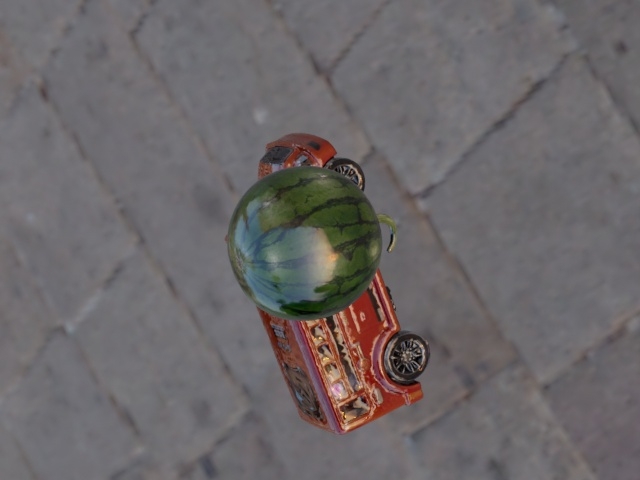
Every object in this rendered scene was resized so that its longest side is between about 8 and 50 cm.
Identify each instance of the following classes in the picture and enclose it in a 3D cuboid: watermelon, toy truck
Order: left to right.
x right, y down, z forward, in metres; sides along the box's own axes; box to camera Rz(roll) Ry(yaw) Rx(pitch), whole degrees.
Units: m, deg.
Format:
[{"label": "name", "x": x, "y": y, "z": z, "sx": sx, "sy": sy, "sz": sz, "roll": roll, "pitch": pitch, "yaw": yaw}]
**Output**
[{"label": "watermelon", "x": -0.006, "y": -0.001, "z": 1.240, "sx": 0.109, "sy": 0.109, "sz": 0.109, "roll": 29, "pitch": 132, "yaw": 38}, {"label": "toy truck", "x": -0.002, "y": 0.037, "z": 1.716, "sx": 0.107, "sy": 0.114, "sz": 0.253, "roll": 13, "pitch": 128, "yaw": 63}]
